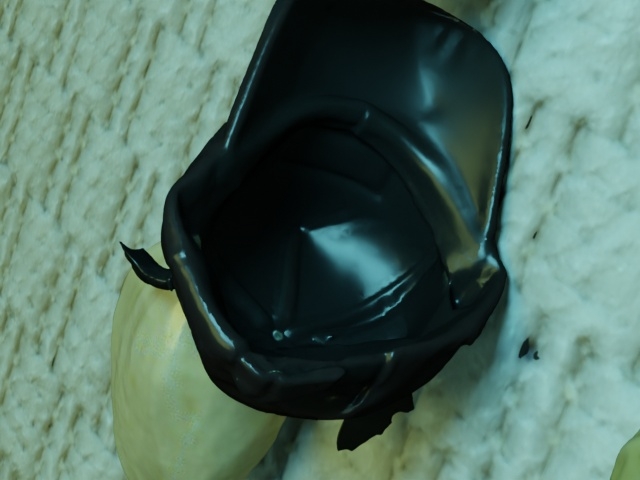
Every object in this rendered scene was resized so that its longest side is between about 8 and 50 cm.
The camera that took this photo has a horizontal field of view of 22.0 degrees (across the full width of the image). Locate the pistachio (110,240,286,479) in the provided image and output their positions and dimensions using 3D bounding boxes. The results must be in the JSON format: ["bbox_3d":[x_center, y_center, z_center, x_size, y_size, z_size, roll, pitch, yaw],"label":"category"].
[{"bbox_3d":[-0.094,0.106,1.288,0.157,0.157,0.229,44,127,51],"label":"pistachio"}]

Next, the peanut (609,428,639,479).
[{"bbox_3d":[0.257,0.151,0.771,0.290,0.130,0.130,12,92,56],"label":"peanut"}]

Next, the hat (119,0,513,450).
[{"bbox_3d":[-0.004,-0.011,1.148,0.209,0.238,0.336,135,153,-59],"label":"hat"}]
